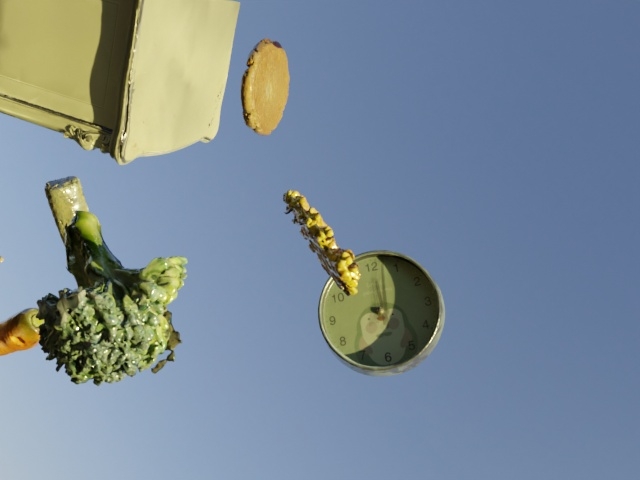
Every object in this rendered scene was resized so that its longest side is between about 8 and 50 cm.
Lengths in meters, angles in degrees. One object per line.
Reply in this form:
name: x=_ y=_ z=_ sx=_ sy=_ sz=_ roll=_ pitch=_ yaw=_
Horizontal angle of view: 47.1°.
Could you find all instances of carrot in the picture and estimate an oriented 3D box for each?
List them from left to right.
carrot: x=-0.658 y=0.203 z=1.574 sx=0.193 sy=0.087 sz=0.087 roll=-24 pitch=-79 yaw=31

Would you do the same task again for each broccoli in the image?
broccoli: x=-0.281 y=0.050 z=0.997 sx=0.198 sy=0.275 sz=0.177 roll=-25 pitch=-36 yaw=24

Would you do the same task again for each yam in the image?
yam: x=-0.525 y=-0.047 z=1.559 sx=0.078 sy=0.078 sz=0.179 roll=12 pitch=-55 yaw=39

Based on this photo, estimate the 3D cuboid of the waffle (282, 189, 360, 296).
waffle: x=0.000 y=0.000 z=1.507 sx=0.231 sy=0.051 sz=0.229 roll=49 pitch=-7 yaw=30

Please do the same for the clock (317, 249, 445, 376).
clock: x=0.148 y=0.176 z=1.829 sx=0.319 sy=0.319 sz=0.066 roll=32 pitch=-11 yaw=23

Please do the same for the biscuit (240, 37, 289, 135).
biscuit: x=-0.125 y=-0.341 z=1.638 sx=0.042 sy=0.226 sz=0.226 roll=11 pitch=-52 yaw=17

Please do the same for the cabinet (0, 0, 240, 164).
cabinet: x=-0.335 y=-0.277 z=1.076 sx=0.318 sy=0.290 sz=0.228 roll=18 pitch=-71 yaw=13

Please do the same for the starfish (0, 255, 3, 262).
starfish: x=-0.746 y=0.099 z=1.536 sx=0.074 sy=0.190 sz=0.146 roll=-16 pitch=-49 yaw=44
